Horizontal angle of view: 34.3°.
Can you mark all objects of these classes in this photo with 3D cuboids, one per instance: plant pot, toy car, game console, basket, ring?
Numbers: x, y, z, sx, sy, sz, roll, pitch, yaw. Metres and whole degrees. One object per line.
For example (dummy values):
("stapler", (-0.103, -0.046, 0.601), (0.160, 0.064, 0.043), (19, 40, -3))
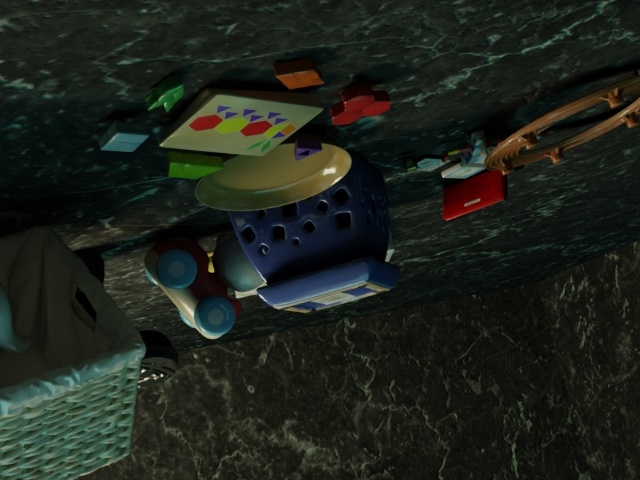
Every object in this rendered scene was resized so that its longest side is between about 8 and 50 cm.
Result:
("plant pot", (-0.072, -0.104, 1.536), (0.236, 0.032, 0.236), (-12, 163, -4))
("toy car", (-0.186, 0.042, 1.957), (0.238, 0.210, 0.219), (-40, -171, -13))
("game console", (0.319, -0.092, 2.019), (0.144, 0.124, 0.085), (-22, 140, 36))
("basket", (-0.483, 0.200, 1.547), (0.331, 0.328, 0.266), (-19, 135, -35))
("ring", (0.424, -0.182, 1.673), (0.336, 0.032, 0.336), (-22, 171, -4))
("plant pot", (0.000, 0.000, 1.746), (0.236, 0.212, 0.236), (-17, 169, 15))

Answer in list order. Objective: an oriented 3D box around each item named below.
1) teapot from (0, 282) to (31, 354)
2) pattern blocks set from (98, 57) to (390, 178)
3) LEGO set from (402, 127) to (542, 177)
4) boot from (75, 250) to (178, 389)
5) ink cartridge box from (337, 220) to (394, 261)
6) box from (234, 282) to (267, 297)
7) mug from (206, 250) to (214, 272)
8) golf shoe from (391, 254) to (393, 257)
("teapot", (-0.539, 0.078, 1.318), (0.252, 0.256, 0.187), (-36, 155, -47))
("pattern blocks set", (-0.097, -0.150, 1.297), (0.285, 0.026, 0.325), (-28, 159, 35))
("LEGO set", (0.254, -0.135, 1.782), (0.182, 0.060, 0.244), (-27, 163, 39))
("boot", (-0.390, 0.138, 1.860), (0.348, 0.260, 0.131), (-18, 157, 39))
("ink cartridge box", (0.039, -0.010, 1.968), (0.176, 0.127, 0.128), (-12, 169, -5))
("box", (-0.035, 0.071, 2.340), (0.232, 0.058, 0.322), (-12, 178, 16))
("mug", (-0.211, 0.053, 2.187), (0.064, 0.062, 0.078), (-25, 173, 17))
("golf shoe", (0.007, 0.016, 2.085), (0.272, 0.120, 0.105), (-11, 166, -4))
